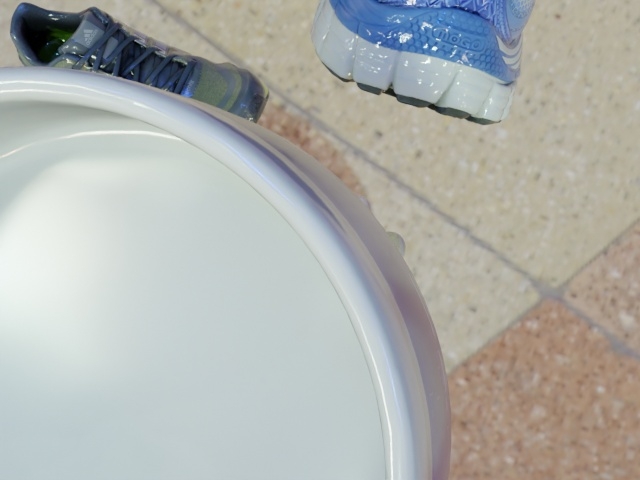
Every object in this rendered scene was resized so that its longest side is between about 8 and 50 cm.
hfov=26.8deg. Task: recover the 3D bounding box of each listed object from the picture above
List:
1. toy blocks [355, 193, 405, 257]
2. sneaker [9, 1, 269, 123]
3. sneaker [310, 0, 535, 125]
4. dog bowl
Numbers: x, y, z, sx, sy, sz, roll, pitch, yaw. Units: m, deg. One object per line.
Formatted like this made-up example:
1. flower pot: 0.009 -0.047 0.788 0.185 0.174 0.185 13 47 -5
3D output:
1. toy blocks: 0.000 0.000 1.039 0.054 0.123 0.148 -16 135 34
2. sneaker: -0.183 -0.155 1.275 0.300 0.111 0.121 14 160 31
3. sneaker: 0.059 -0.190 0.707 0.129 0.330 0.147 15 117 -19
4. dog bowl: -0.087 0.074 0.486 0.265 0.104 0.265 0 92 13
